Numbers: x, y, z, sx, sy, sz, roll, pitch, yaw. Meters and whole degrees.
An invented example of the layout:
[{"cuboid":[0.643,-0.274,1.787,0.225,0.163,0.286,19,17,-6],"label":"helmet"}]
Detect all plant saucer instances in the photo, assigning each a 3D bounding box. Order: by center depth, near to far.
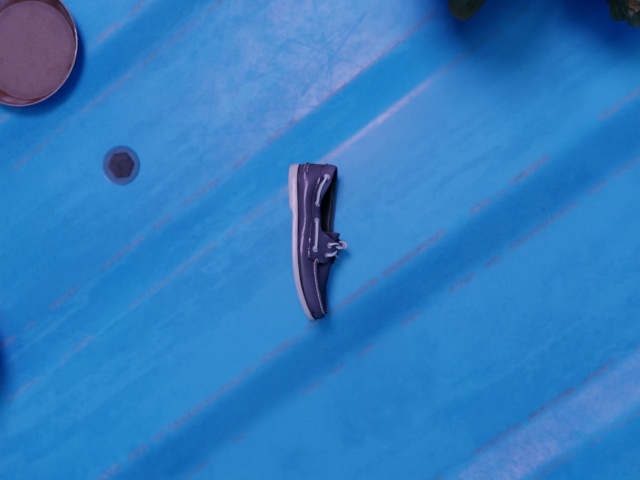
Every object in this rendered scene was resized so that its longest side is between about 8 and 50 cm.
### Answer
[{"cuboid":[-0.412,-0.269,0.733,0.168,0.029,0.168,0,90,7],"label":"plant saucer"}]

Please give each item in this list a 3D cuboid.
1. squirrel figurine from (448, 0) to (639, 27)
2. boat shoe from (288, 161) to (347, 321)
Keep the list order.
[{"cuboid":[0.273,-0.392,0.523,0.397,0.281,0.370,33,84,-4],"label":"squirrel figurine"},{"cuboid":[0.000,0.000,0.671,0.065,0.075,0.206,-6,86,9],"label":"boat shoe"}]
